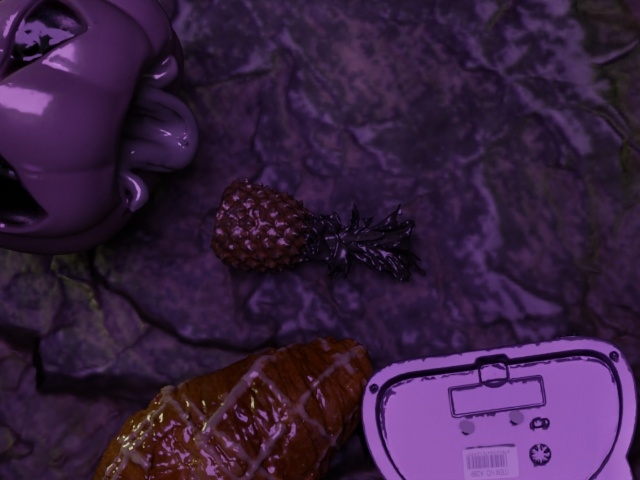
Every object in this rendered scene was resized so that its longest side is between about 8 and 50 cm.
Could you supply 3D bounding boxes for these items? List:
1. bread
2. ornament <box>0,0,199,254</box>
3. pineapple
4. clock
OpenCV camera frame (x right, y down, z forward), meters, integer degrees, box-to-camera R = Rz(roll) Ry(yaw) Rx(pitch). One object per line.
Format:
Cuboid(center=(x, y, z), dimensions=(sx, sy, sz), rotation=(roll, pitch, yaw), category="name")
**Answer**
Cuboid(center=(-0.066, 0.129, 0.925), dimensions=(0.233, 0.076, 0.105), rotation=(-41, 74, -7), category="bread")
Cuboid(center=(-0.154, -0.078, 0.948), dimensions=(0.178, 0.177, 0.177), rotation=(-2, 73, 7), category="ornament")
Cuboid(center=(0.000, 0.000, 0.964), dimensions=(0.124, 0.058, 0.058), rotation=(11, 75, 11), category="pineapple")
Cuboid(center=(0.104, 0.116, 0.916), dimensions=(0.153, 0.050, 0.110), rotation=(-8, 72, 6), category="clock")
